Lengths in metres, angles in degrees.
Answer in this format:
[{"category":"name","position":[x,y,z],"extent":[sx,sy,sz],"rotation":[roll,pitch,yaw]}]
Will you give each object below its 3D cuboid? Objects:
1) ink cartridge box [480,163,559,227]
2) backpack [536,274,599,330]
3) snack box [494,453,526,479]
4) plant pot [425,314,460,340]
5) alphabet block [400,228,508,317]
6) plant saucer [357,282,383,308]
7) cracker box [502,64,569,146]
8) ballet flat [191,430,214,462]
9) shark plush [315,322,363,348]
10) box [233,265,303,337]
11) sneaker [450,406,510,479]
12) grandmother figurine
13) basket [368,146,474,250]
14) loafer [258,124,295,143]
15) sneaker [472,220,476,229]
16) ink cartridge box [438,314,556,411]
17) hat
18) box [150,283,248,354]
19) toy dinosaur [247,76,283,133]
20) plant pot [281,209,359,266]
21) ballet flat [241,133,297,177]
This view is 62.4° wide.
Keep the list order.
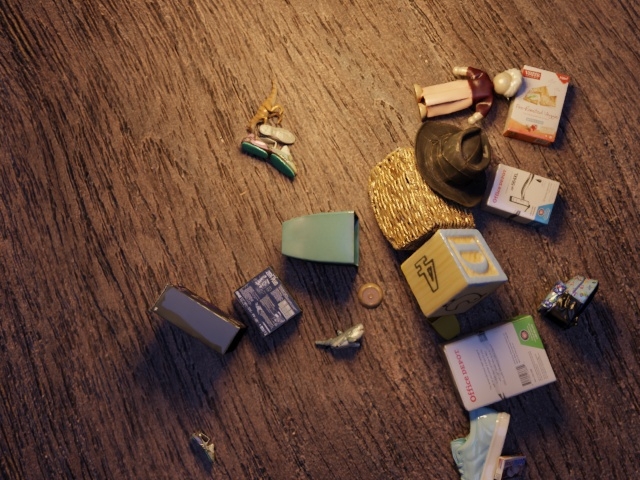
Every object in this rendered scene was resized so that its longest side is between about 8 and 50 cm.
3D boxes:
[{"category":"ink cartridge box","position":[0.645,-0.144,1.717],"extent":[0.203,0.086,0.148],"rotation":[18,85,3]},{"category":"backpack","position":[0.775,0.177,1.642],"extent":[0.117,0.158,0.173],"rotation":[37,88,21]},{"category":"snack box","position":[0.576,0.685,1.599],"extent":[0.022,0.178,0.064],"rotation":[9,82,42]},{"category":"plant pot","position":[0.398,0.269,1.687],"extent":[0.081,0.081,0.083],"rotation":[-34,95,-2]},{"category":"alphabet block","position":[0.397,0.097,1.590],"extent":[0.192,0.197,0.193],"rotation":[0,55,-35]},{"category":"plant saucer","position":[0.164,0.182,1.734],"extent":[0.083,0.015,0.083],"rotation":[0,84,2]},{"category":"cracker box","position":[0.716,-0.446,1.756],"extent":[0.155,0.067,0.232],"rotation":[15,84,3]},{"category":"ballet flat","position":[-0.365,0.656,1.691],"extent":[0.041,0.041,0.114],"rotation":[-39,85,-2]},{"category":"shark plush","position":[0.066,0.320,1.720],"extent":[0.161,0.073,0.067],"rotation":[-20,63,20]},{"category":"box","position":[-0.168,0.198,1.711],"extent":[0.147,0.077,0.180],"rotation":[-37,84,-2]},{"category":"sneaker","position":[0.465,0.687,1.629],"extent":[0.150,0.135,0.366],"rotation":[16,83,23]},{"category":"grandmother figurine","position":[0.491,-0.483,1.736],"extent":[0.342,0.104,0.208],"rotation":[-13,92,9]},{"category":"basket","position":[0.310,-0.122,1.686],"extent":[0.223,0.213,0.299],"rotation":[-4,67,-37]},{"category":"loafer","position":[-0.149,-0.358,1.788],"extent":[0.125,0.039,0.045],"rotation":[17,76,-18]},{"category":"sneaker","position":[0.461,-0.067,1.726],"extent":[0.083,0.084,0.215],"rotation":[-7,81,-22]},{"category":"ink cartridge box","position":[0.541,0.377,1.646],"extent":[0.289,0.121,0.211],"rotation":[-19,84,0]},{"category":"hat","position":[0.441,-0.274,1.631],"extent":[0.331,0.134,0.331],"rotation":[16,56,-25]},{"category":"box","position":[-0.373,0.246,1.660],"extent":[0.261,0.184,0.103],"rotation":[31,86,4]},{"category":"toy dinosaur","position":[-0.174,-0.454,1.789],"extent":[0.112,0.064,0.212],"rotation":[30,85,6]},{"category":"plant pot","position":[0.000,0.000,1.691],"extent":[0.234,0.165,0.166],"rotation":[-1,84,10]},{"category":"ballet flat","position":[-0.159,-0.297,1.773],"extent":[0.221,0.077,0.079],"rotation":[30,64,5]}]
